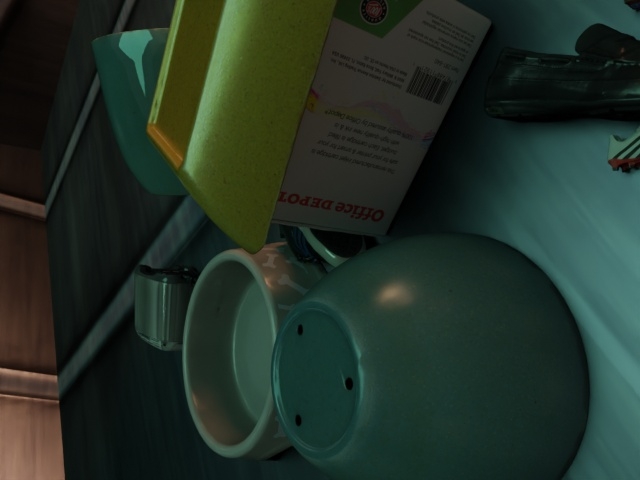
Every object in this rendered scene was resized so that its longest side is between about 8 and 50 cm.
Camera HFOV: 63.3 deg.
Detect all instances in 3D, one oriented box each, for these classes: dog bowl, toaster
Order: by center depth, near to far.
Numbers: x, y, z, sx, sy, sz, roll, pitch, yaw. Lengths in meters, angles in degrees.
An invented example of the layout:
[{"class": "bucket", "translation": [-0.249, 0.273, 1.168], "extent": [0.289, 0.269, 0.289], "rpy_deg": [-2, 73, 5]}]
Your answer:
[{"class": "dog bowl", "translation": [-0.110, 0.170, 0.811], "extent": [0.348, 0.102, 0.349], "rpy_deg": [-13, 74, 52]}, {"class": "toaster", "translation": [-0.288, 0.129, 1.033], "extent": [0.227, 0.129, 0.147], "rpy_deg": [6, 94, 51]}]

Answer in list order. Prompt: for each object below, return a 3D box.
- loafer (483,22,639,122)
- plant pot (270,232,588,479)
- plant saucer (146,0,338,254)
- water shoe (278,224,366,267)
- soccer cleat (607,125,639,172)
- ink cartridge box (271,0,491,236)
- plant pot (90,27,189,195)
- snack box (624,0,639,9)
[{"class": "loafer", "translation": [0.231, -0.140, 0.429], "extent": [0.223, 0.076, 0.078], "rpy_deg": [20, 108, 56]}, {"class": "plant pot", "translation": [0.069, 0.127, 0.505], "extent": [0.290, 0.195, 0.290], "rpy_deg": [-12, 75, 51]}, {"class": "plant saucer", "translation": [-0.106, -0.197, 0.553], "extent": [0.333, 0.081, 0.333], "rpy_deg": [39, 114, 57]}, {"class": "water shoe", "translation": [0.000, 0.000, 0.735], "extent": [0.203, 0.072, 0.080], "rpy_deg": [46, 142, 51]}, {"class": "soccer cleat", "translation": [0.269, -0.078, 0.411], "extent": [0.083, 0.029, 0.036], "rpy_deg": [-9, 82, 57]}, {"class": "ink cartridge box", "translation": [0.031, -0.158, 0.591], "extent": [0.117, 0.201, 0.278], "rpy_deg": [49, 123, 46]}, {"class": "plant pot", "translation": [-0.204, -0.200, 0.858], "extent": [0.293, 0.293, 0.235], "rpy_deg": [14, 111, 53]}, {"class": "snack box", "translation": [0.289, -0.285, 0.420], "extent": [0.064, 0.022, 0.178], "rpy_deg": [3, 87, 52]}]
